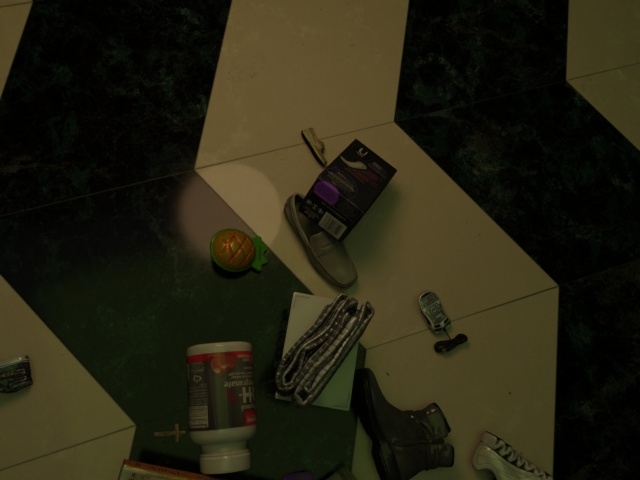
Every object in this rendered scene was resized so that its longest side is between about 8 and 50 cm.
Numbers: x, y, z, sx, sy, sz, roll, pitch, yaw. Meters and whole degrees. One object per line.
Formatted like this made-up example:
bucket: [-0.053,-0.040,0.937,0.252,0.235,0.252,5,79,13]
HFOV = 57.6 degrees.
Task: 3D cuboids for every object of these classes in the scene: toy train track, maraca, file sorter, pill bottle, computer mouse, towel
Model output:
toy train track: [-0.401,0.515,1.561,0.083,0.014,0.048,-3,83,-4]
maraca: [-0.233,0.030,1.677,0.185,0.099,0.127,9,74,-34]
file sorter: [-0.010,0.307,1.594,0.192,0.173,0.278,11,73,-5]
pill bottle: [-0.256,0.432,1.520,0.176,0.176,0.319,-3,76,-10]
computer mouse: [0.352,0.237,1.742,0.106,0.042,0.193,-27,87,-10]
towel: [0.000,0.261,1.399,0.121,0.235,0.284,35,72,9]

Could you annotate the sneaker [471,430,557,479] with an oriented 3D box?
sneaker: [0.558,0.665,1.634,0.292,0.110,0.118,34,80,10]

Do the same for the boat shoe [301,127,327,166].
boat shoe: [-0.011,-0.295,1.819,0.045,0.050,0.135,-29,81,-10]

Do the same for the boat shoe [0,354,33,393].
boat shoe: [-0.843,0.362,1.502,0.183,0.065,0.083,-16,77,-14]

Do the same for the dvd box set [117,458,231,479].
dvd box set: [-0.310,0.722,1.397,0.420,0.062,0.308,16,84,-13]

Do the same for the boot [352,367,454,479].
boot: [0.231,0.492,1.628,0.222,0.118,0.339,-16,89,-16]

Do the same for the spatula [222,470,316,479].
spatula: [-0.159,0.649,1.543,0.296,0.030,0.084,3,40,-3]

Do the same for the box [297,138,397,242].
box: [0.081,-0.149,1.691,0.165,0.143,0.270,38,43,2]

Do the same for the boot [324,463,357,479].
boot: [0.060,0.725,1.543,0.165,0.077,0.213,-28,74,-15]

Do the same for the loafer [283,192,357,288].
loafer: [0.000,0.000,1.709,0.112,0.111,0.319,-36,83,-16]
